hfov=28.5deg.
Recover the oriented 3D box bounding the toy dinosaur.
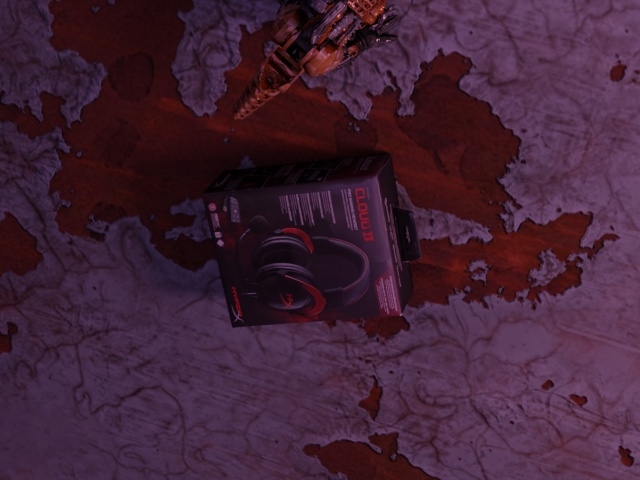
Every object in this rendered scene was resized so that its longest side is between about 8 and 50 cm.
[{"bbox_3d":[-0.008,-0.285,1.654,0.322,0.218,0.164,-21,107,21],"label":"toy dinosaur"}]

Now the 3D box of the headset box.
[{"bbox_3d":[0.000,0.000,1.831,0.293,0.110,0.218,-5,111,16],"label":"headset box"}]
